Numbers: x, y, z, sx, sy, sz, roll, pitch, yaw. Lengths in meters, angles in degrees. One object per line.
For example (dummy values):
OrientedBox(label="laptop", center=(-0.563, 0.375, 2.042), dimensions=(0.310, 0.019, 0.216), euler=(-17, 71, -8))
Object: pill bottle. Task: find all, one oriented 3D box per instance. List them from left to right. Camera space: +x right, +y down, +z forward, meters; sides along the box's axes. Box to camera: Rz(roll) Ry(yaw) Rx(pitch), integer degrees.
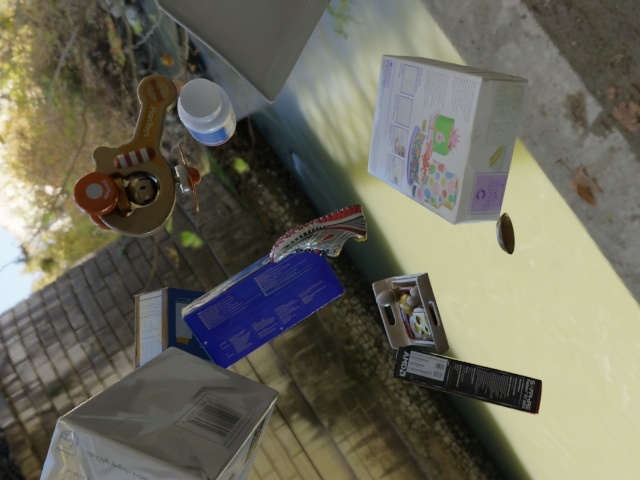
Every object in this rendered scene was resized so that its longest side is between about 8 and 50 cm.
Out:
OrientedBox(label="pill bottle", center=(-0.271, -0.307, 1.463), dimensions=(0.124, 0.124, 0.221), euler=(58, 176, 1))

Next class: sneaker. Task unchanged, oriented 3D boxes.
OrientedBox(label="sneaker", center=(0.000, 0.000, 1.300), dimensions=(0.088, 0.225, 0.092), euler=(173, 75, -78))

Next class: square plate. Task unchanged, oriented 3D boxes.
OrientedBox(label="square plate", center=(-0.146, -0.533, 1.308), dimensions=(0.049, 0.347, 0.344), euler=(18, 167, 47))

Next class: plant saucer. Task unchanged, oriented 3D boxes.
OrientedBox(label="plant saucer", center=(0.359, -0.012, 1.193), dimensions=(0.015, 0.083, 0.083), euler=(-10, 117, 34))

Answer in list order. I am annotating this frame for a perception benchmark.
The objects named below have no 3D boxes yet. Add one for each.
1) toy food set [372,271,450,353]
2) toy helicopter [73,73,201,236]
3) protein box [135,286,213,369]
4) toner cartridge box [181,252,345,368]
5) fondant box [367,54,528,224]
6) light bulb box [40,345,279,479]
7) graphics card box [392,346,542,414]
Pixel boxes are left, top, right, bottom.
OrientedBox(label="toy food set", center=(0.251, 0.215, 1.774), dimensions=(0.306, 0.092, 0.219), euler=(159, 94, -72))
OrientedBox(label="toy helicopter", center=(-0.347, -0.178, 1.267), dimensions=(0.140, 0.235, 0.354), euler=(110, 168, -75))
OrientedBox(label="protein box", center=(-0.371, 0.243, 1.629), dimensions=(0.200, 0.136, 0.201), euler=(15, -114, -51))
OrientedBox(label="toner cartridge box", center=(-0.133, 0.140, 1.439), dimensions=(0.165, 0.348, 0.075), euler=(60, 174, -17))
OrientedBox(label="fondant box", center=(0.208, -0.195, 1.103), dimensions=(0.330, 0.096, 0.238), euler=(-134, 46, -59))
OrientedBox(label="light bulb box", center=(-0.262, 0.408, 0.955), dimensions=(0.225, 0.360, 0.358), euler=(21, -171, 8))
OrientedBox(label="graphics card box", center=(0.396, 0.372, 1.637), dimensions=(0.371, 0.094, 0.233), euler=(9, 171, 21))
